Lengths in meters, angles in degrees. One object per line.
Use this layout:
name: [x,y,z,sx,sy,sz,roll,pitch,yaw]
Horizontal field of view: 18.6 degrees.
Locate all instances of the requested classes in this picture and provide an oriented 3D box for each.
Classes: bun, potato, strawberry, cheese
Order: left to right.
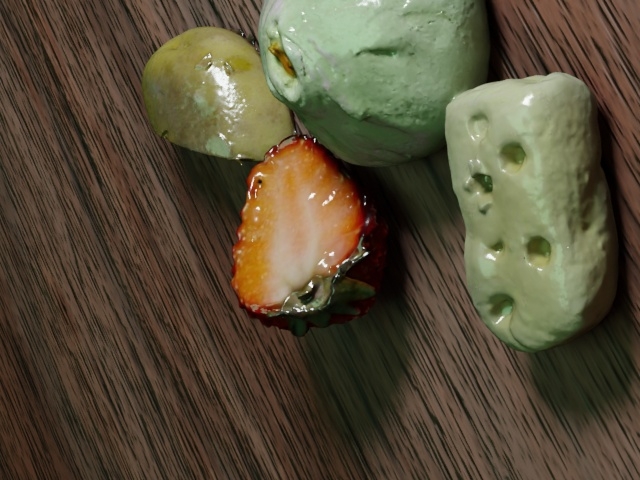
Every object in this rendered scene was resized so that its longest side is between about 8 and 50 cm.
potato: [-0.129,-0.174,2.262,0.243,0.098,0.138,19,111,48]
strawberry: [0.000,0.000,2.130,0.190,0.111,0.237,-28,49,23]
bun: [0.026,-0.211,1.981,0.293,0.187,0.293,12,105,53]
cheese: [0.199,-0.024,1.862,0.159,0.093,0.263,-4,100,51]
